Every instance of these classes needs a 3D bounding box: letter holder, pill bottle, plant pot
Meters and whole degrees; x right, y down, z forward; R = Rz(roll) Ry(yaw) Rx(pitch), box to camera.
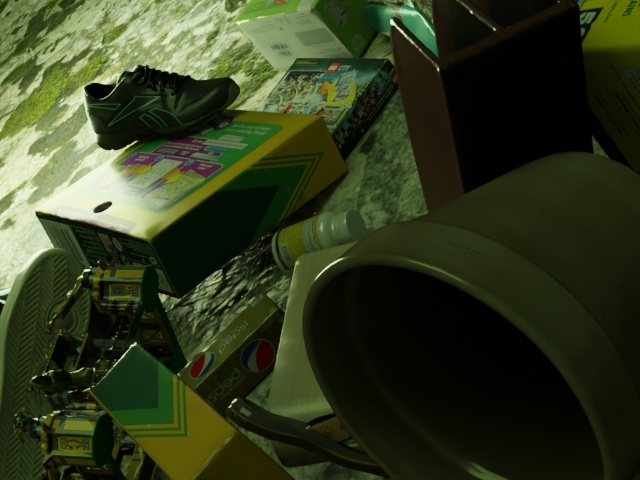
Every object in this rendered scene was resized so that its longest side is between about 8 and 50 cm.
[{"bbox_3d":[0.164,-0.139,1.401,0.152,0.301,0.214,-26,43,-11],"label":"letter holder"},{"bbox_3d":[0.000,0.000,1.714,0.116,0.065,0.065,-20,38,32],"label":"pill bottle"},{"bbox_3d":[0.190,0.067,1.222,0.323,0.323,0.280,-2,34,48],"label":"plant pot"}]

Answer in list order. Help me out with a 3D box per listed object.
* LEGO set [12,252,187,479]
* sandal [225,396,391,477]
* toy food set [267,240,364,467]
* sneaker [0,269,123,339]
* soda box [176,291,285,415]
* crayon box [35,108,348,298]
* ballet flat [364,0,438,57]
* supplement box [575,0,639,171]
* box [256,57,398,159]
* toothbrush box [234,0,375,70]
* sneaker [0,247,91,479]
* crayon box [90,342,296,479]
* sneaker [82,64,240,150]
[{"bbox_3d":[-0.306,0.188,1.646,0.192,0.255,0.331,1,58,14],"label":"LEGO set"},{"bbox_3d":[0.015,0.191,1.332,0.090,0.219,0.060,71,-141,-82],"label":"sandal"},{"bbox_3d":[0.072,0.108,1.497,0.220,0.092,0.306,-13,42,22],"label":"toy food set"},{"bbox_3d":[-0.396,0.095,2.032,0.319,0.112,0.131,-5,32,38],"label":"sneaker"},{"bbox_3d":[-0.109,0.153,1.654,0.181,0.061,0.058,-44,31,-2],"label":"soda box"},{"bbox_3d":[-0.191,-0.068,1.906,0.313,0.106,0.363,-37,27,-26],"label":"crayon box"},{"bbox_3d":[0.146,-0.326,1.937,0.077,0.091,0.241,-26,31,-16],"label":"ballet flat"},{"bbox_3d":[0.437,-0.201,1.335,0.357,0.195,0.194,3,54,50],"label":"supplement box"},{"bbox_3d":[-0.002,-0.200,1.980,0.233,0.044,0.159,11,60,54],"label":"box"},{"bbox_3d":[0.026,-0.421,2.145,0.206,0.122,0.283,0,52,49],"label":"toothbrush box"},{"bbox_3d":[-0.426,0.179,1.852,0.148,0.131,0.350,-6,66,51],"label":"sneaker"},{"bbox_3d":[-0.097,0.242,1.395,0.083,0.203,0.323,-48,32,-8],"label":"crayon box"},{"bbox_3d":[-0.247,-0.210,1.992,0.267,0.106,0.101,-12,23,27],"label":"sneaker"}]
